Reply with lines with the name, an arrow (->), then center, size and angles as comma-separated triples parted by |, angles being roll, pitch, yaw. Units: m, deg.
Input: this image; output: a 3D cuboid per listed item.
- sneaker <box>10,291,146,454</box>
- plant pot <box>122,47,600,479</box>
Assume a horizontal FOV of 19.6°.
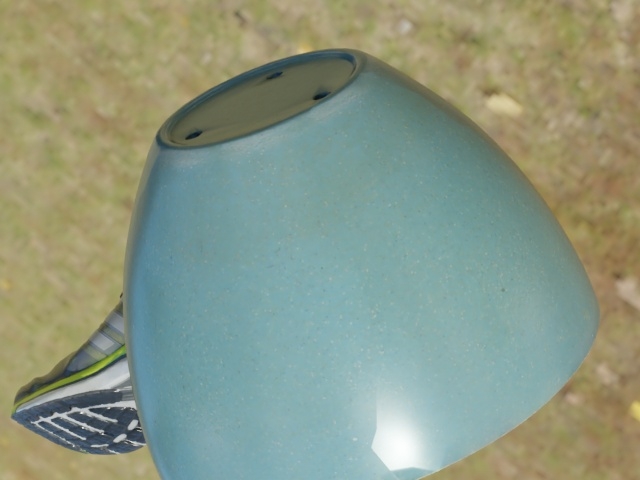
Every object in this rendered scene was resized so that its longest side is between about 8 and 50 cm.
sneaker -> -0.158, 0.096, 1.643 | 0.300, 0.121, 0.111 | -28, 132, 31
plant pot -> 0.000, 0.000, 1.112 | 0.290, 0.290, 0.195 | 9, 126, 53
